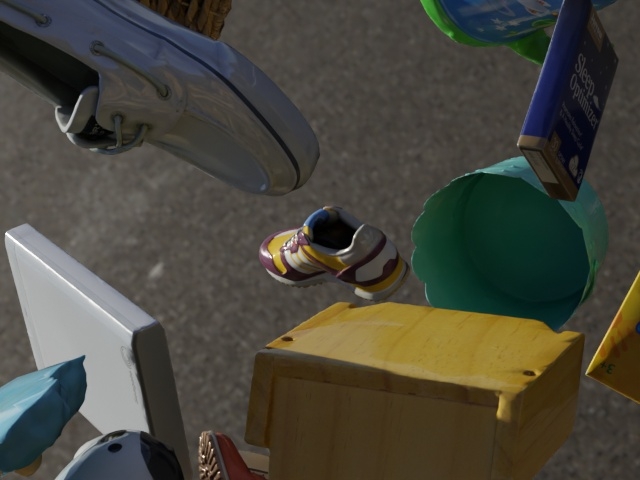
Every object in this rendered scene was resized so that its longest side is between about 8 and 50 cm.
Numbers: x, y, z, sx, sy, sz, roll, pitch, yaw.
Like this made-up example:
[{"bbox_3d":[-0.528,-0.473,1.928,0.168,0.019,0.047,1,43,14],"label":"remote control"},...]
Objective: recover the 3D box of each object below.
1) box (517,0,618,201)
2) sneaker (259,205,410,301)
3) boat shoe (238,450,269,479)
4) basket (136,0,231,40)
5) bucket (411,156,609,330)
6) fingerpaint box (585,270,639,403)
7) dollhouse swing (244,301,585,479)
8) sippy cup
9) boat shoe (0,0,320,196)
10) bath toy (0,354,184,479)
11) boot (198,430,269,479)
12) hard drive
[{"bbox_3d":[0.285,-0.173,1.598,0.036,0.136,0.225,9,71,29],"label":"box"},{"bbox_3d":[0.000,0.000,1.336,0.185,0.084,0.069,8,52,45],"label":"sneaker"},{"bbox_3d":[-0.010,0.350,1.857,0.096,0.267,0.088,119,167,-55],"label":"boat shoe"},{"bbox_3d":[-0.160,-0.347,1.366,0.299,0.213,0.223,122,160,-59],"label":"basket"},{"bbox_3d":[0.294,0.009,2.144,0.281,0.281,0.183,-29,0,31],"label":"bucket"},{"bbox_3d":[0.618,0.112,1.780,0.371,0.444,0.163,-62,-19,3],"label":"fingerpaint box"},{"bbox_3d":[0.117,0.274,1.747,0.346,0.305,0.315,5,16,28],"label":"dollhouse swing"},{"bbox_3d":[0.273,-0.367,1.817,0.224,0.305,0.240,7,79,56],"label":"sippy cup"},{"bbox_3d":[-0.108,-0.079,0.729,0.083,0.226,0.076,-41,18,57],"label":"boat shoe"},{"bbox_3d":[-0.080,0.227,0.854,0.129,0.348,0.151,-21,24,50],"label":"bath toy"},{"bbox_3d":[-0.057,0.240,1.316,0.084,0.158,0.059,-16,-25,-27],"label":"boot"},{"bbox_3d":[-0.283,0.141,1.792,0.047,0.233,0.353,-24,32,-28],"label":"hard drive"}]
